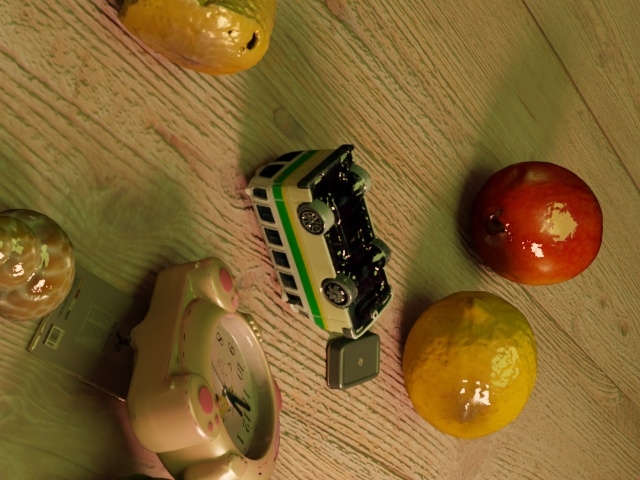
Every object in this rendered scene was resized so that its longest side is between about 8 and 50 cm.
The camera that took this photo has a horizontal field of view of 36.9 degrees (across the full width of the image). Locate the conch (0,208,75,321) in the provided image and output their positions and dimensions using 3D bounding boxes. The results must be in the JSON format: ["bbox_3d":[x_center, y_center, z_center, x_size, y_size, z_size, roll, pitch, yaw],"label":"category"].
[{"bbox_3d":[-0.339,0.027,1.101,0.116,0.106,0.173,-22,129,-27],"label":"conch"}]

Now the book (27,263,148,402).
[{"bbox_3d":[-0.285,0.122,1.247,0.181,0.014,0.127,41,65,-46],"label":"book"}]

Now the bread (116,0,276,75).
[{"bbox_3d":[-0.148,-0.302,1.216,0.197,0.197,0.170,36,61,-47],"label":"bread"}]

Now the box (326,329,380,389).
[{"bbox_3d":[0.060,0.209,1.673,0.126,0.031,0.091,-8,102,-52],"label":"box"}]

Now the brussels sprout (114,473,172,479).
[{"bbox_3d":[-0.229,0.435,1.194,0.294,0.227,0.259,105,8,-62],"label":"brussels sprout"}]

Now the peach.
[{"bbox_3d":[0.428,-0.029,1.936,0.281,0.238,0.281,-14,135,-15],"label":"peach"}]

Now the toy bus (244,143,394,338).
[{"bbox_3d":[0.000,0.000,1.460,0.133,0.164,0.276,-43,127,-41],"label":"toy bus"}]

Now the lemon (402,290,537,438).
[{"bbox_3d":[0.278,0.236,1.780,0.253,0.253,0.310,-32,136,-44],"label":"lemon"}]

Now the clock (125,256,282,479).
[{"bbox_3d":[-0.140,0.210,1.294,0.284,0.114,0.309,-88,158,-47],"label":"clock"}]
